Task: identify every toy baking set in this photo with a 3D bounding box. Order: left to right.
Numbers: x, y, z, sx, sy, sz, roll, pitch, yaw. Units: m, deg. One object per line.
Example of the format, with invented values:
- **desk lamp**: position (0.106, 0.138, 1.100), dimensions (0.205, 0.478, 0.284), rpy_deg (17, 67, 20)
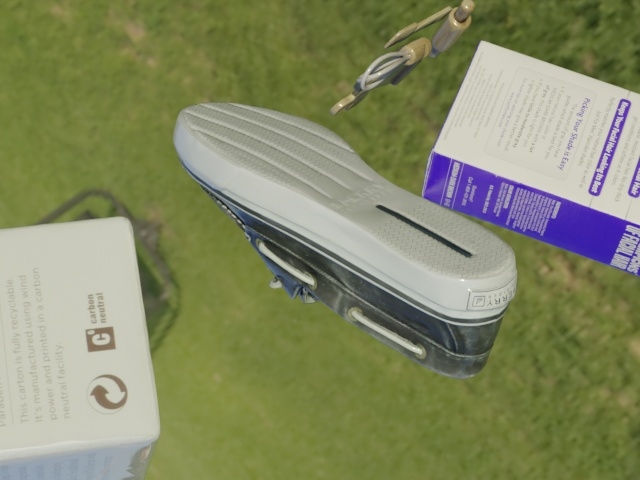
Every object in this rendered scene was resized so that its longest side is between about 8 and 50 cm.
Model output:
- **toy baking set**: position (0.106, -0.220, 1.800), dimensions (0.030, 0.197, 0.256), rpy_deg (51, 158, 4)

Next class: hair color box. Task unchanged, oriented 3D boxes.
- **hair color box**: position (0.309, -0.086, 1.719), dimensions (0.339, 0.185, 0.110), rpy_deg (20, 147, 9)

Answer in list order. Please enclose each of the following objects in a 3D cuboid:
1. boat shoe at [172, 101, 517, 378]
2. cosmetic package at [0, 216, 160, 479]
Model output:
- **boat shoe**: position (0.000, 0.000, 1.148), dimensions (0.335, 0.121, 0.119), rpy_deg (35, 128, 35)
- **cosmetic package**: position (-0.351, 0.112, 1.037), dimensions (0.230, 0.453, 0.161), rpy_deg (120, 142, -69)
